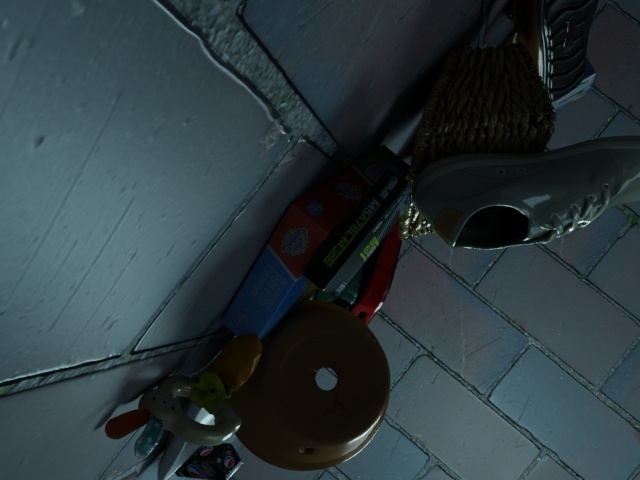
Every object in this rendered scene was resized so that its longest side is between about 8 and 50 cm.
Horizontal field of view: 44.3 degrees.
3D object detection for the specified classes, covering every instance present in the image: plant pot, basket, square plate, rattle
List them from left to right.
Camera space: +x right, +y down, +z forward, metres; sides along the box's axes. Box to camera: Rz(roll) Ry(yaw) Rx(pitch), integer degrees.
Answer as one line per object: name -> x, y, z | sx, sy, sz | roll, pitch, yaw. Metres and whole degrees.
rattle -> -0.172, 0.204, 1.054 | 0.142, 0.130, 0.199 | -41, 149, 24
square plate -> -0.182, 0.290, 1.544 | 0.344, 0.049, 0.347 | -42, 168, -43
plant pot -> -0.009, 0.227, 1.276 | 0.291, 0.291, 0.203 | -48, 180, -18
basket -> 0.223, -0.170, 1.298 | 0.223, 0.214, 0.299 | -9, 149, -5

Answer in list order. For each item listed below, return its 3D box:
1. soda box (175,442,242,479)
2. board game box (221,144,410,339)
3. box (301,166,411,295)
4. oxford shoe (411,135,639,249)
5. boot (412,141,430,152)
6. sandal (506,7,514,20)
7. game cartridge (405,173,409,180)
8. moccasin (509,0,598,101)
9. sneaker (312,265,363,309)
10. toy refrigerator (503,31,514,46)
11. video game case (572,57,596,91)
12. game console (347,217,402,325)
soda box -> -0.243, 0.457, 1.633 | 0.168, 0.053, 0.060 | -12, -158, 43
board game box -> 0.000, 0.000, 1.210 | 0.242, 0.064, 0.316 | -57, 170, 34
box -> 0.056, -0.006, 1.108 | 0.184, 0.045, 0.191 | -53, 171, -1
oxford shoe -> 0.362, -0.062, 1.195 | 0.449, 0.130, 0.169 | -7, 147, -12
boot -> 0.251, -0.212, 1.659 | 0.106, 0.082, 0.219 | -32, 180, 16
sandal -> 0.418, -0.434, 1.450 | 0.120, 0.086, 0.303 | -54, 167, 19
game cartridge -> 0.320, -0.174, 1.620 | 0.285, 0.053, 0.323 | -30, 174, 18
moccasin -> 0.354, -0.378, 1.216 | 0.139, 0.147, 0.380 | -35, 152, 0
sneaker -> 0.038, 0.080, 1.603 | 0.224, 0.083, 0.098 | -60, -174, -31
toy refrigerator -> 0.478, -0.445, 1.701 | 0.269, 0.094, 0.102 | -51, 172, 5
video game case -> 0.459, -0.298, 1.724 | 0.269, 0.061, 0.244 | -29, 173, 14
game console -> 0.098, 0.072, 1.774 | 0.386, 0.060, 0.342 | 119, -10, -54
